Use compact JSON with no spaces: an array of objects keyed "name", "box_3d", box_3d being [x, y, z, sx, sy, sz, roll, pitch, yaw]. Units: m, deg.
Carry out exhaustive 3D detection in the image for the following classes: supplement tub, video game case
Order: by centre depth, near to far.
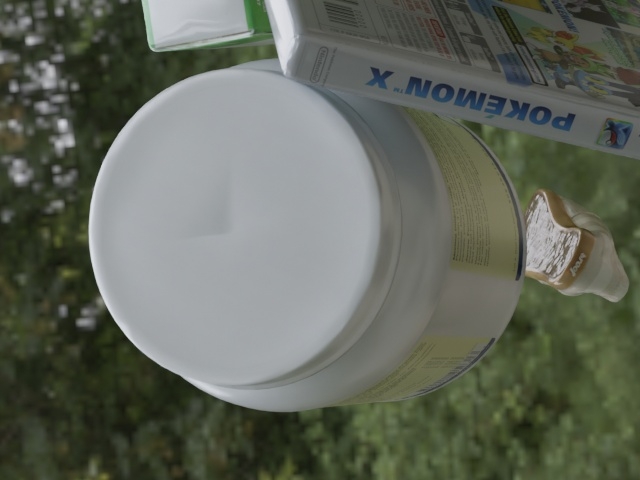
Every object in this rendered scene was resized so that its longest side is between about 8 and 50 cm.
[{"name":"video game case","box_3d":[0.101,-0.159,1.176,0.329,0.300,0.036,-105,30,-59]},{"name":"supplement tub","box_3d":[0.000,0.000,1.226,0.325,0.235,0.235,10,-104,-70]}]

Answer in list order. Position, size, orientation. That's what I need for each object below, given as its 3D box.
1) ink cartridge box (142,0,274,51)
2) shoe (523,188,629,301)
[{"name":"ink cartridge box","box_3d":[-0.042,-0.287,1.611,0.289,0.122,0.211,-12,-85,-57]},{"name":"shoe","box_3d":[0.215,0.009,1.515,0.219,0.058,0.076,-109,43,-76]}]
